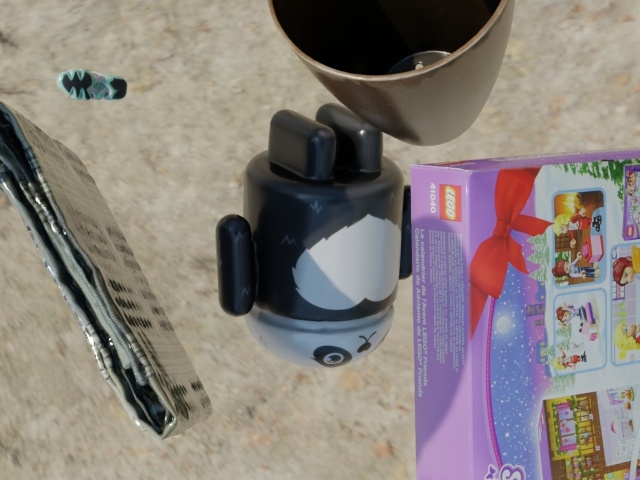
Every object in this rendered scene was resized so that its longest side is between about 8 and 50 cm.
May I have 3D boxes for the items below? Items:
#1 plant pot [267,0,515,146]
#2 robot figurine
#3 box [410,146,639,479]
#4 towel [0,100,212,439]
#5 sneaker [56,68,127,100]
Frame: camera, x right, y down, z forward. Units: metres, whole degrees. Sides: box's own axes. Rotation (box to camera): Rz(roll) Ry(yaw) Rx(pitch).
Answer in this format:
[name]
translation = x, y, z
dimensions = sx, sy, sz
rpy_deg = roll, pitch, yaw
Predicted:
[plant pot]
translation = 0.084, -0.184, 1.227
dimensions = 0.215, 0.230, 0.215
rpy_deg = -6, 65, 12
[robot figurine]
translation = 0.003, 0.000, 1.419
dimensions = 0.209, 0.173, 0.278
rpy_deg = 4, 111, 4
[box]
translation = 0.151, 0.094, 0.786
dimensions = 0.201, 0.057, 0.293
rpy_deg = -5, 98, -31
[towel]
translation = -0.199, 0.037, 1.189
dimensions = 0.056, 0.324, 0.312
rpy_deg = -29, 85, -2
[sneaker]
translation = -0.290, -0.189, 1.613
dimensions = 0.098, 0.069, 0.038
rpy_deg = 7, 97, -47
